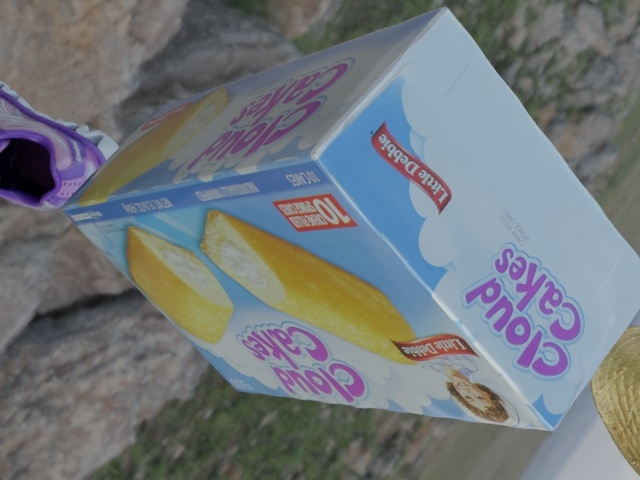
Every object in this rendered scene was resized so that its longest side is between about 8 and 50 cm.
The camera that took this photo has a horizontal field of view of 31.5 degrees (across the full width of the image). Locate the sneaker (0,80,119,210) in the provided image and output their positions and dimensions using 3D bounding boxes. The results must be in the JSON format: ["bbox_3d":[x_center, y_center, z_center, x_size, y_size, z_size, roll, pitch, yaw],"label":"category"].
[{"bbox_3d":[-0.301,-0.088,1.034,0.104,0.236,0.095,-39,149,-68],"label":"sneaker"}]

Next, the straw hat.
[{"bbox_3d":[0.210,0.085,0.576,0.061,0.144,0.144,-36,158,-22],"label":"straw hat"}]

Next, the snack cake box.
[{"bbox_3d":[0.000,0.000,0.534,0.089,0.152,0.264,-50,-159,-24],"label":"snack cake box"}]
